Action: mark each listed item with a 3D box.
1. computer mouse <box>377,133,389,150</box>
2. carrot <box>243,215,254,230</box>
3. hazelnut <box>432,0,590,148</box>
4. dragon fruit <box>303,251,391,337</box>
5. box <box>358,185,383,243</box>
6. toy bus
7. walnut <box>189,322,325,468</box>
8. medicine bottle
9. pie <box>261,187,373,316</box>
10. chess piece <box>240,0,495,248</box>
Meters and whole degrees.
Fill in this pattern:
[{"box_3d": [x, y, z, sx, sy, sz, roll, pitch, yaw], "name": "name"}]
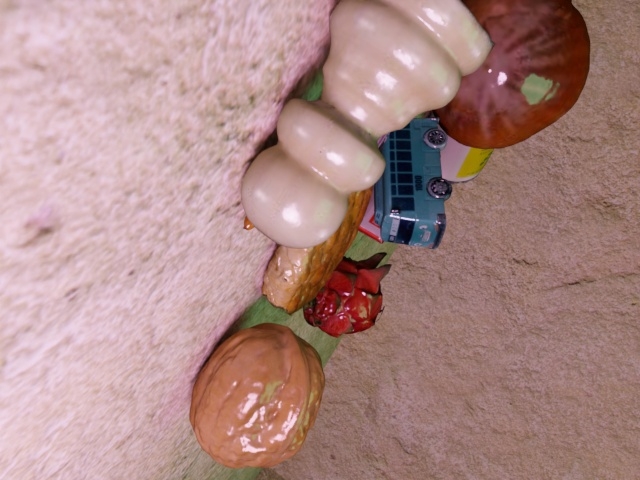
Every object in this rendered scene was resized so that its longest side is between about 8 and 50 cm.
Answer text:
[{"box_3d": [0.066, -0.167, 0.895, 0.310, 0.072, 0.158, -58, 177, -29], "name": "computer mouse"}, {"box_3d": [0.005, -0.141, 0.760, 0.336, 0.069, 0.069, -53, 167, -9], "name": "carrot"}, {"box_3d": [0.380, -0.363, 1.122, 0.372, 0.316, 0.372, -33, 127, -59], "name": "hazelnut"}, {"box_3d": [0.064, 0.127, 1.320, 0.274, 0.193, 0.192, -20, -170, -37], "name": "dragon fruit"}, {"box_3d": [0.153, -0.115, 1.276, 0.229, 0.123, 0.050, -55, 163, -12], "name": "box"}, {"box_3d": [0.183, -0.118, 1.117, 0.128, 0.147, 0.255, 88, 5, -63], "name": "toy bus"}, {"box_3d": [-0.108, 0.266, 0.964, 0.225, 0.257, 0.257, 20, 104, -40], "name": "walnut"}, {"box_3d": [0.418, -0.350, 1.527, 0.213, 0.214, 0.378, -52, 166, -28], "name": "medicine bottle"}, {"box_3d": [0.000, 0.000, 1.063, 0.339, 0.083, 0.339, -56, 167, -20], "name": "pie"}, {"box_3d": [0.030, -0.137, 0.648, 0.330, 0.182, 0.182, -54, 169, 9], "name": "chess piece"}]
